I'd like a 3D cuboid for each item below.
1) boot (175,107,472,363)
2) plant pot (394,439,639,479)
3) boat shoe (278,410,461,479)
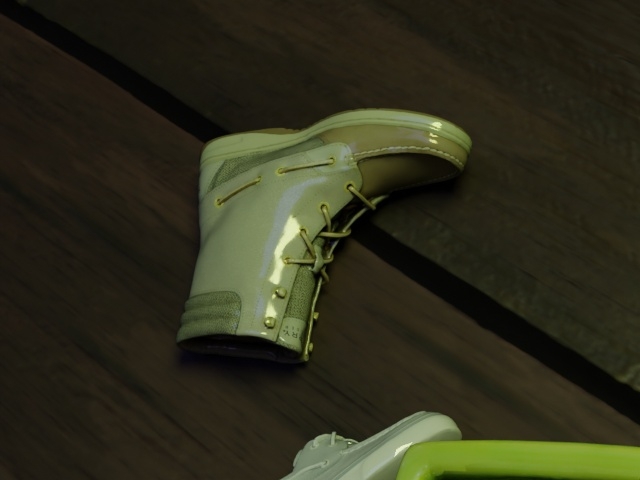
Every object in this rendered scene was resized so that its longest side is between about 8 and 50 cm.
[{"bbox_3d":[0.000,0.000,0.989,0.213,0.077,0.165,-7,62,29],"label":"boot"},{"bbox_3d":[0.160,0.238,0.696,0.228,0.207,0.227,-2,64,36],"label":"plant pot"},{"bbox_3d":[0.004,0.157,0.920,0.184,0.066,0.063,-41,55,14],"label":"boat shoe"}]
